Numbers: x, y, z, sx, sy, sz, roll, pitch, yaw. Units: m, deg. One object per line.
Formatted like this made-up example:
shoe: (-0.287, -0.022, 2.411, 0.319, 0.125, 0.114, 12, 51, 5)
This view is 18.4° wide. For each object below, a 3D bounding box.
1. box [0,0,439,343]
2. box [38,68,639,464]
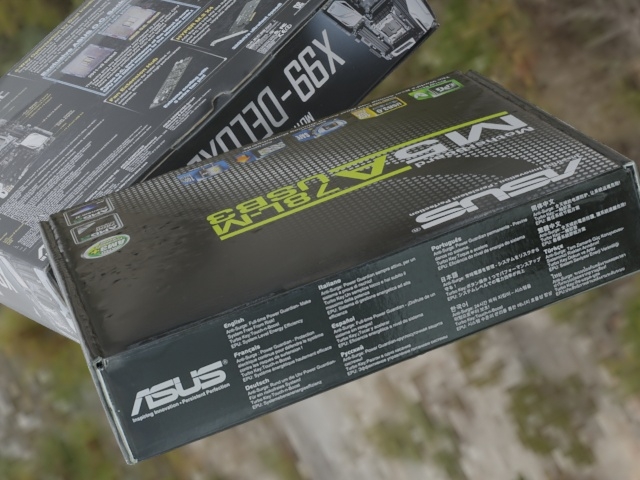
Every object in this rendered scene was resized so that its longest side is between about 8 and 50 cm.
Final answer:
box: (-0.111, -0.084, 1.275, 0.242, 0.307, 0.076, 19, 149, 52)
box: (0.000, 0.000, 0.714, 0.184, 0.190, 0.045, -131, 22, -72)
